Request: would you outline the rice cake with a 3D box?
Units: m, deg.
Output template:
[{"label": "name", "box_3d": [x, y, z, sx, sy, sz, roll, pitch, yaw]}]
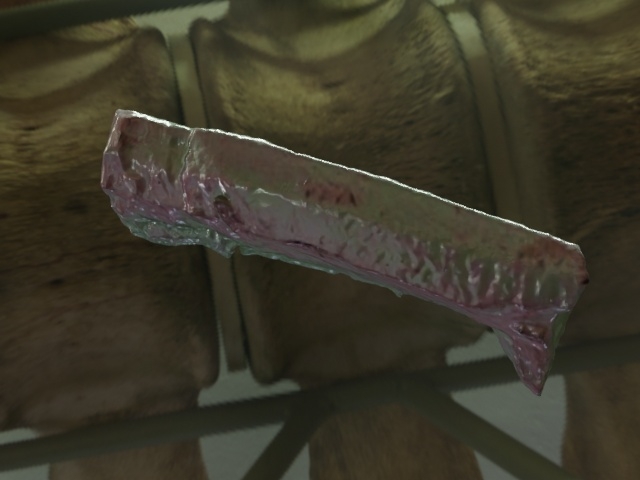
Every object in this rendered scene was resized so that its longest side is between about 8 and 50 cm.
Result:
[{"label": "rice cake", "box_3d": [-0.001, -0.003, 0.589, 0.290, 0.051, 0.081, 20, -78, 26]}]
